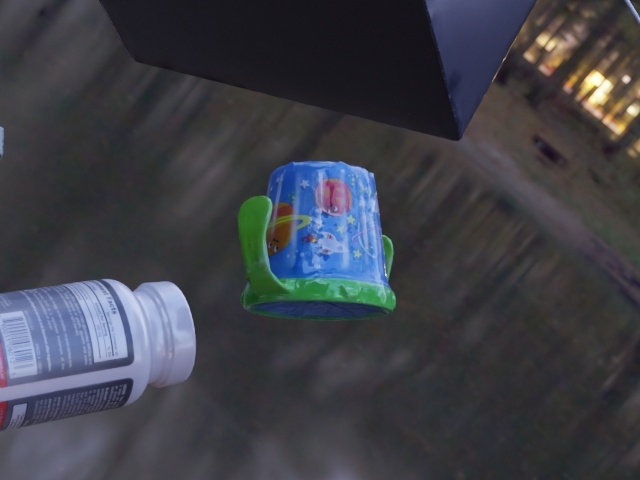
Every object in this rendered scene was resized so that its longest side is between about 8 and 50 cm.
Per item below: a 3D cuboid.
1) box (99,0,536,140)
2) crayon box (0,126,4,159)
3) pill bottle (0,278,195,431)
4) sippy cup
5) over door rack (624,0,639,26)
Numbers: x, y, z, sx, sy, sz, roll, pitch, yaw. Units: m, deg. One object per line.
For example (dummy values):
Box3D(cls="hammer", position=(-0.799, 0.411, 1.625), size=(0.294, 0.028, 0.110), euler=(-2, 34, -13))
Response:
Box3D(cls="box", position=(0.017, -0.288, 1.069), size=(0.343, 0.312, 0.179), euler=(17, -29, 28))
Box3D(cls="crayon box", position=(-0.609, -0.100, 1.671), size=(0.318, 0.202, 0.081), euler=(17, 29, -22))
Box3D(cls="pill bottle", position=(-0.394, 0.173, 1.970), size=(0.363, 0.210, 0.210), euler=(-7, 40, -33))
Box3D(cls="sippy cup", position=(0.000, 0.000, 1.939), size=(0.240, 0.224, 0.305), euler=(2, -11, 1))
Box3D(cls="over door rack", position=(0.442, -0.382, 1.647), size=(0.324, 0.108, 0.239), euler=(54, -11, 22))
